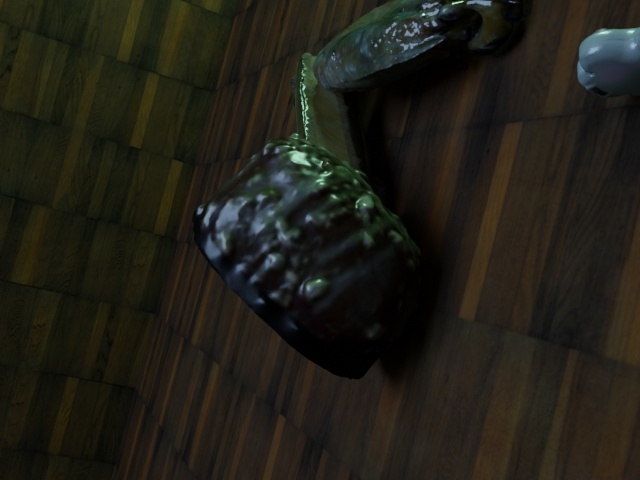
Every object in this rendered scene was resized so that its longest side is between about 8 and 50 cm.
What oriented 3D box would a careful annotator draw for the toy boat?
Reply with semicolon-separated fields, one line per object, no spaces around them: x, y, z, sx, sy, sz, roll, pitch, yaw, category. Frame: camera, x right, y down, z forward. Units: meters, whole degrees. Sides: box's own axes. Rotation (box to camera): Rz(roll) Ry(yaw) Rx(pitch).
0.025;-0.170;1.385;0.162;0.136;0.445;77;-175;-47;toy boat

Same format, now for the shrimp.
0.137;-0.308;1.209;0.221;0.110;0.446;-43;23;-17;shrimp

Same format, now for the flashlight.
0.317;-0.186;0.723;0.200;0.093;0.047;-28;51;54;flashlight

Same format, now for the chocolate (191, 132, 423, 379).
0.000;0.000;1.109;0.210;0.340;0.225;-48;-14;10;chocolate
